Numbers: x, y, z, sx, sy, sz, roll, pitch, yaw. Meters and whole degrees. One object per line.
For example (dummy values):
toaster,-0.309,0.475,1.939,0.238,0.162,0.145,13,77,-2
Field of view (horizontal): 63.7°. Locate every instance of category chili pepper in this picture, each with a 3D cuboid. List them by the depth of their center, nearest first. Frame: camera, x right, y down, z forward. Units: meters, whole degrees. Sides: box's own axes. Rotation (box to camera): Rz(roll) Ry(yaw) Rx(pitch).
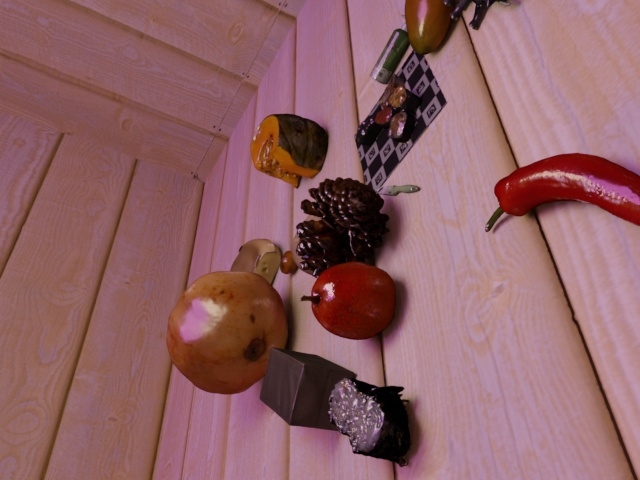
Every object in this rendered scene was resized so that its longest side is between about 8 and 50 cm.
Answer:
chili pepper,0.389,-0.072,0.828,0.368,0.092,0.136,-169,86,-69

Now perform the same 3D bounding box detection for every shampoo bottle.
shampoo bottle,0.224,-0.587,1.586,0.204,0.065,0.065,-60,26,24

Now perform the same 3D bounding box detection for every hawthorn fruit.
hawthorn fruit,0.057,0.142,1.217,0.197,0.226,0.196,-175,90,-69

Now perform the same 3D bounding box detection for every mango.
mango,0.294,-0.617,1.391,0.151,0.121,0.220,140,135,-66

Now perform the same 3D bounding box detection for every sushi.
sushi,0.110,0.358,1.077,0.213,0.115,0.147,13,88,65
sushi,0.189,-0.357,1.495,0.359,0.064,0.342,-54,29,36

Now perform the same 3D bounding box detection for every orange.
orange,-0.109,0.080,1.817,0.086,0.062,0.086,20,-90,-85

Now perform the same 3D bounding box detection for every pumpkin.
pumpkin,-0.119,-0.358,1.987,0.303,0.226,0.256,-25,55,51

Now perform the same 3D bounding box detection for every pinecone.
pinecone,0.041,-0.020,1.356,0.246,0.247,0.292,-102,33,-49

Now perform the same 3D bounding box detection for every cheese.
cheese,0.000,0.000,1.577,0.235,0.117,0.217,26,95,63
cheese,-0.273,0.110,2.087,0.316,0.128,0.259,20,84,60

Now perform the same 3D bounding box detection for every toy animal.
toy animal,0.378,-0.580,1.226,0.137,0.082,0.269,-58,26,30

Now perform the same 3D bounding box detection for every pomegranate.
pomegranate,-0.304,0.286,1.693,0.411,0.412,0.411,-46,34,44

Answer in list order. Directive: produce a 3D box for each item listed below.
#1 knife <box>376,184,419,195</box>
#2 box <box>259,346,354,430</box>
knife,0.201,-0.133,1.366,0.207,0.014,0.030,12,83,68
box,-0.040,0.380,1.340,0.231,0.156,0.148,1,76,64
